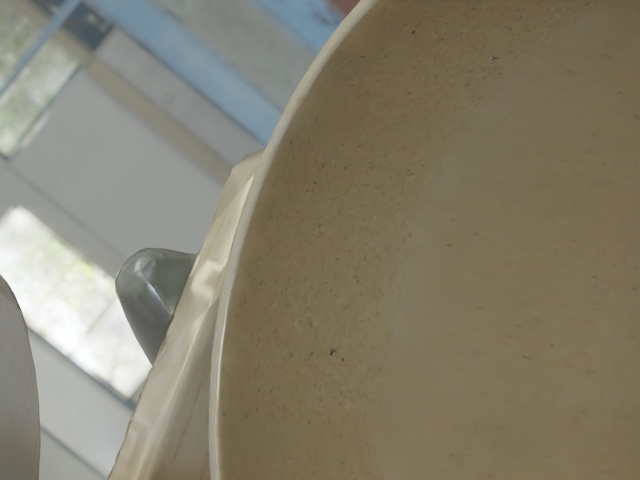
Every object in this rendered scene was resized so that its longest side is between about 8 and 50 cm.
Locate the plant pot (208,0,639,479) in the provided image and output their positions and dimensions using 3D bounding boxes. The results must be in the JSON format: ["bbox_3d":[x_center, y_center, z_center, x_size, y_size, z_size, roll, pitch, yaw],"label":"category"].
[{"bbox_3d":[0.128,0.053,0.504,0.191,0.284,0.284,5,-157,-42],"label":"plant pot"}]

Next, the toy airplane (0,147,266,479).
[{"bbox_3d":[-0.049,0.178,0.624,0.384,0.386,0.272,61,144,9],"label":"toy airplane"}]
